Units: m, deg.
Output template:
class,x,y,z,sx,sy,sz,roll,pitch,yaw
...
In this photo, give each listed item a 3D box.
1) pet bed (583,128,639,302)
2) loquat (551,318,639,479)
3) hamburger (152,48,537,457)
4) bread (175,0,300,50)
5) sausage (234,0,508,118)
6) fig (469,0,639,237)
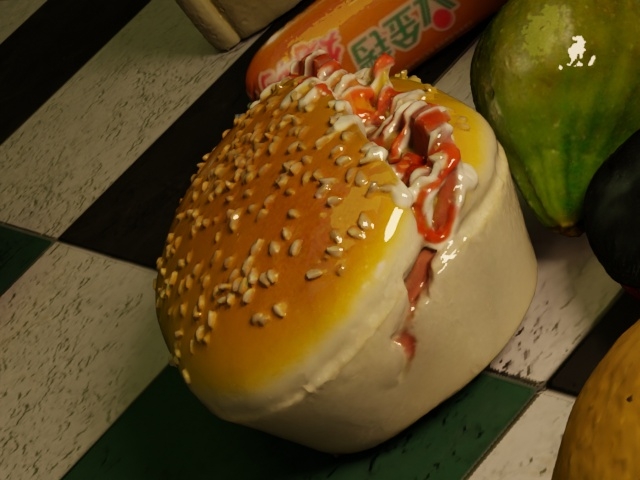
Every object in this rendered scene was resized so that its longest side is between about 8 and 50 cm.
class,x,y,z,sx,sy,sz,roll,pitch,yaw
pet bed,0.226,-0.033,0.828,0.201,0.053,0.201,-32,25,17
loquat,0.175,0.093,0.504,0.208,0.208,0.208,-31,26,17
hamburger,0.000,0.000,0.962,0.227,0.151,0.295,-46,27,-1
bread,-0.085,-0.280,1.559,0.148,0.141,0.134,-32,27,12
sausage,0.061,-0.176,1.245,0.312,0.093,0.093,-35,25,9
fig,0.149,-0.076,0.942,0.123,0.123,0.156,-25,48,28
